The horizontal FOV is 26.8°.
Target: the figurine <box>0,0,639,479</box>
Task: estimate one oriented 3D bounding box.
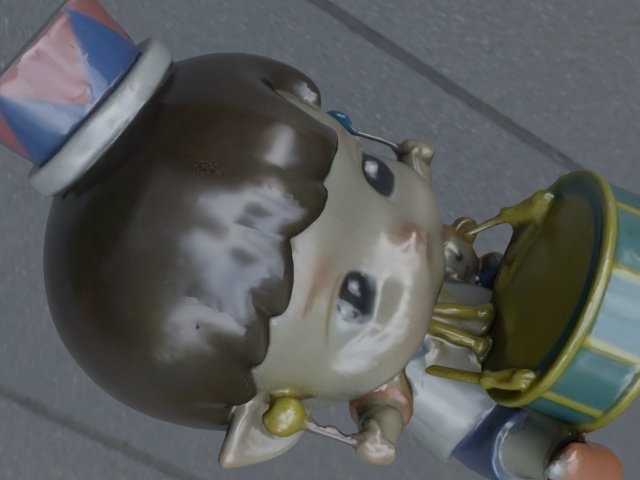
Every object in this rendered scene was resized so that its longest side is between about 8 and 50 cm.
[{"bbox_3d":[-0.004,0.005,0.518,0.275,0.161,0.158,17,143,-14],"label":"figurine"}]
